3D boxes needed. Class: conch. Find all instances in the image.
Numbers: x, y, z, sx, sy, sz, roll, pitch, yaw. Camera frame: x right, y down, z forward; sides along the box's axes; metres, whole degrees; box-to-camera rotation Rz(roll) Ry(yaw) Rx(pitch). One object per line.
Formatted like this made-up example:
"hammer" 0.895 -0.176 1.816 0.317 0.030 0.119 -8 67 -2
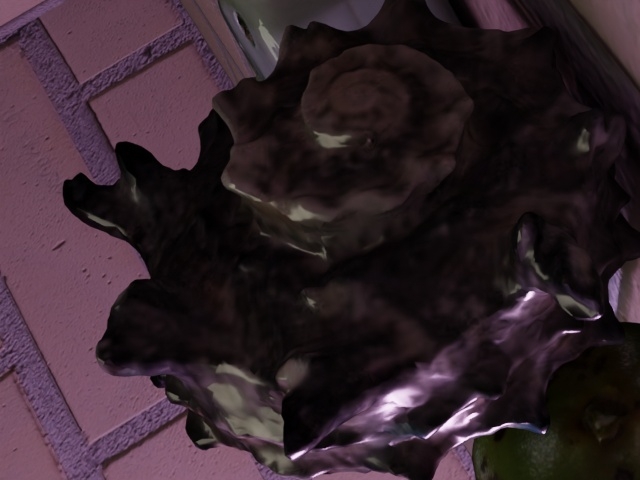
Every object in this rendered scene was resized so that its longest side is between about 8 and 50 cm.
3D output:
"conch" 0.008 -0.007 0.643 0.186 0.240 0.313 20 161 -38

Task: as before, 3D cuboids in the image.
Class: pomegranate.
"pomegranate" 0.153 0.131 0.655 0.122 0.143 0.169 -127 16 -59

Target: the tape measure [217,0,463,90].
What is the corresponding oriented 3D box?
"tape measure" 0.030 -0.075 0.825 0.243 0.125 0.246 60 176 -14
